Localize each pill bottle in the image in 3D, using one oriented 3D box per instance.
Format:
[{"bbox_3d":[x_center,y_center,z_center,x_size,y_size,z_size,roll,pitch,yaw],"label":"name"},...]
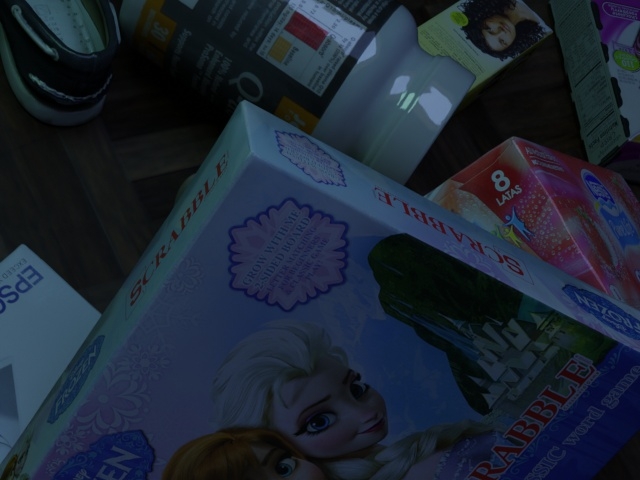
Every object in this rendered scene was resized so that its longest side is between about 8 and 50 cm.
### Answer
[{"bbox_3d":[-0.018,-0.162,1.041,0.278,0.162,0.162,35,51,2],"label":"pill bottle"}]

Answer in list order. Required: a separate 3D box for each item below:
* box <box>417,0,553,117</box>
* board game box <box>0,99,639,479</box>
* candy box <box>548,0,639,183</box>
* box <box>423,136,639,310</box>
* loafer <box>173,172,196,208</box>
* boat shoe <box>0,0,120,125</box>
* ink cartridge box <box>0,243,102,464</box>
[{"bbox_3d":[0.129,-0.176,1.200,0.087,0.058,0.232,46,52,6],"label":"box"},{"bbox_3d":[0.005,0.118,0.763,0.318,0.319,0.066,26,25,-22],"label":"board game box"},{"bbox_3d":[0.346,-0.171,1.299,0.159,0.071,0.233,7,58,-24],"label":"candy box"},{"bbox_3d":[0.179,0.030,0.960,0.300,0.142,0.154,6,53,-62],"label":"box"},{"bbox_3d":[0.000,0.000,1.005,0.268,0.102,0.092,26,39,-27],"label":"loafer"},{"bbox_3d":[-0.246,-0.244,1.030,0.114,0.091,0.303,-20,71,-35],"label":"boat shoe"},{"bbox_3d":[-0.202,0.144,0.841,0.224,0.045,0.223,42,51,1],"label":"ink cartridge box"}]
